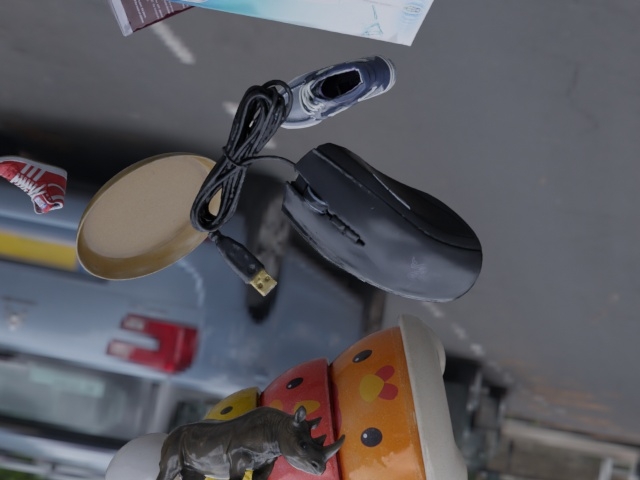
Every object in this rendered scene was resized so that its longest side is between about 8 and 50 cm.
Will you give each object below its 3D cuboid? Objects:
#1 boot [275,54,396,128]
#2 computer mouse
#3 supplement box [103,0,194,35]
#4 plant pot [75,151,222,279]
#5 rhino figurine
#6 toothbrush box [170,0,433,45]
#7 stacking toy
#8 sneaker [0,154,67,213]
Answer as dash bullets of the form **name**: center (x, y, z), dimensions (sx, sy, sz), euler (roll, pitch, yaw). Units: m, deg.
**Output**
- **boot**: center (-0.002, -0.188, 1.870), dimensions (0.190, 0.069, 0.086), euler (-21, 178, 32)
- **computer mouse**: center (0.000, 0.000, 1.309), dimensions (0.262, 0.184, 0.060), euler (37, -150, 3)
- **supplement box**: center (-0.183, -0.375, 2.020), dimensions (0.239, 0.073, 0.130), euler (-24, -145, -7)
- **plant pot**: center (-0.237, -0.039, 2.058), dimensions (0.236, 0.236, 0.032), euler (22, -153, -54)
- **rhino figurine**: center (-0.082, 0.243, 1.694), dimensions (0.243, 0.106, 0.073), euler (-14, 148, 24)
- **toothbrush box**: center (-0.006, -0.345, 1.558), dimensions (0.296, 0.126, 0.216), euler (7, 135, -23)
- **stacking toy**: center (-0.052, 0.303, 1.988), dimensions (0.480, 0.350, 0.350), euler (-10, 170, 1)
- **sneaker**: center (-0.407, -0.076, 2.061), dimensions (0.118, 0.067, 0.042), euler (12, 153, -34)
